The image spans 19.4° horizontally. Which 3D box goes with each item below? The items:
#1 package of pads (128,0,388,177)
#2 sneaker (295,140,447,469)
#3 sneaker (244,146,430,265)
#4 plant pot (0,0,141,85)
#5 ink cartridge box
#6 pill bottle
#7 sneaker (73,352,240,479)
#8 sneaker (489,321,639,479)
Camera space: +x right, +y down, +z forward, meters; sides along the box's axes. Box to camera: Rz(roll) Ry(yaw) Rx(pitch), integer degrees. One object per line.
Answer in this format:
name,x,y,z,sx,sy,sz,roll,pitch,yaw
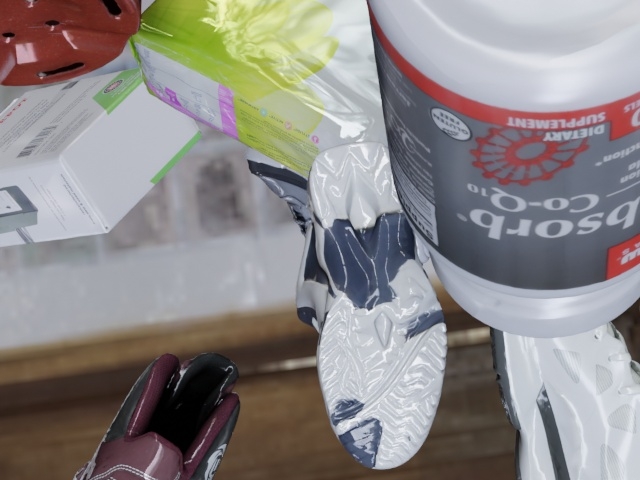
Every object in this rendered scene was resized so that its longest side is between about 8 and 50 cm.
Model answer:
package of pads,-0.007,-0.181,1.753,0.296,0.229,0.101,27,152,24
sneaker,0.034,0.061,1.353,0.153,0.094,0.235,88,169,-70
sneaker,0.000,0.000,2.194,0.153,0.268,0.101,-60,25,-6
plant pot,-0.259,-0.292,1.588,0.272,0.272,0.265,102,163,-65
ink cartridge box,-0.310,-0.099,2.266,0.272,0.198,0.115,-6,124,46
pill bottle,0.144,-0.089,1.190,0.363,0.210,0.210,76,-178,-62
sneaker,-0.097,0.143,1.256,0.163,0.106,0.281,-60,2,7
sneaker,0.310,0.142,1.804,0.169,0.257,0.448,-55,-43,-66
